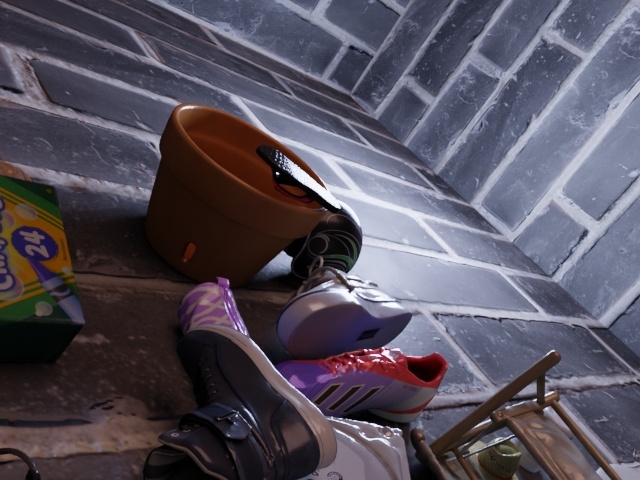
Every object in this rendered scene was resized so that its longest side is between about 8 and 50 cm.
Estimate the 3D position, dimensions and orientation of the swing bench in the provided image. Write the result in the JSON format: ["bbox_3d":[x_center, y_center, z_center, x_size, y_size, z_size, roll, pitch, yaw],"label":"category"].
[{"bbox_3d":[0.299,0.337,0.862,0.253,0.255,0.165,57,-7,43],"label":"swing bench"}]

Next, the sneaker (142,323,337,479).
[{"bbox_3d":[-0.116,0.165,0.606,0.163,0.086,0.226,-13,32,-44],"label":"sneaker"}]

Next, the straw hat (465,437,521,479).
[{"bbox_3d":[0.289,0.352,1.008,0.145,0.061,0.144,30,21,-12],"label":"straw hat"}]

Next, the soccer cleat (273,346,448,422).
[{"bbox_3d":[0.060,0.198,0.915,0.318,0.116,0.108,17,27,-40],"label":"soccer cleat"}]

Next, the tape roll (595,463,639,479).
[{"bbox_3d":[0.597,0.550,1.034,0.392,0.072,0.392,29,22,-13],"label":"tape roll"}]

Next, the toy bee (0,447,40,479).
[{"bbox_3d":[-0.241,0.228,0.333,0.195,0.162,0.298,-32,49,-20],"label":"toy bee"}]

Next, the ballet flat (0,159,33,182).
[{"bbox_3d":[-0.498,-0.092,0.732,0.316,0.107,0.106,22,38,-29],"label":"ballet flat"}]

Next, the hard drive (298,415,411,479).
[{"bbox_3d":[-0.025,0.285,0.564,0.237,0.064,0.339,10,25,-3],"label":"hard drive"}]

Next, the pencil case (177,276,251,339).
[{"bbox_3d":[-0.119,0.144,0.804,0.086,0.088,0.206,17,27,-44],"label":"pencil case"}]

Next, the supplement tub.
[{"bbox_3d":[0.391,0.349,1.106,0.071,0.107,0.071,30,22,-13],"label":"supplement tub"}]

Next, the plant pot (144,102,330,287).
[{"bbox_3d":[-0.155,-0.061,1.032,0.291,0.203,0.291,30,22,-13],"label":"plant pot"}]

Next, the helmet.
[{"bbox_3d":[0.000,0.000,1.180,0.162,0.169,0.169,18,27,-40],"label":"helmet"}]

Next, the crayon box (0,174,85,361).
[{"bbox_3d":[-0.413,0.011,0.606,0.323,0.083,0.203,11,43,-46],"label":"crayon box"}]

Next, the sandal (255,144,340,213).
[{"bbox_3d":[-0.036,-0.080,0.927,0.179,0.040,0.067,35,21,-45],"label":"sandal"}]

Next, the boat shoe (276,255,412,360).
[{"bbox_3d":[0.019,0.098,1.049,0.156,0.135,0.367,46,20,27],"label":"boat shoe"}]
